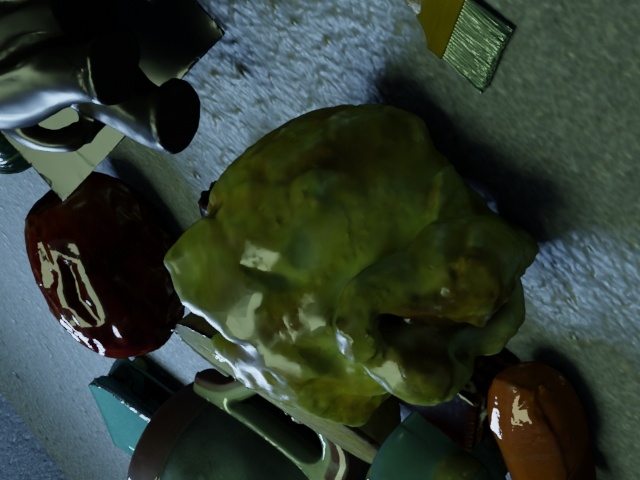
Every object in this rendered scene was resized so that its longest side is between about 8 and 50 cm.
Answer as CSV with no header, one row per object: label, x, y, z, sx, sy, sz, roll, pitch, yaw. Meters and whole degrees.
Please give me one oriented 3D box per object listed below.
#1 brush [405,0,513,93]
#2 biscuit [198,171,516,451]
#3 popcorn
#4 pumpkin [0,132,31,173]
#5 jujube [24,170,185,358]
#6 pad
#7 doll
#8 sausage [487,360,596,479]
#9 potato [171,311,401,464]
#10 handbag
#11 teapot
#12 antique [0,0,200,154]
brush,0.054,-0.195,0.995,0.205,0.011,0.083,43,158,11
biscuit,0.029,0.062,1.379,0.388,0.073,0.107,37,155,25
popcorn,0.032,0.029,1.101,0.276,0.225,0.276,21,125,32
pumpkin,-0.424,-0.158,1.750,0.167,0.125,0.167,40,159,19
jujube,-0.272,0.036,1.724,0.183,0.183,0.243,7,135,57
pad,-0.245,-0.191,1.345,0.202,0.005,0.300,48,127,-2
doll,0.176,0.291,1.377,0.261,0.161,0.177,38,157,24
sausage,0.206,0.183,1.248,0.089,0.089,0.179,20,139,48
potato,-0.017,0.141,1.540,0.299,0.116,0.239,34,162,4
handbag,-0.251,0.327,2.281,0.269,0.100,0.274,31,153,27
teapot,-0.067,0.314,1.822,0.312,0.233,0.315,26,122,29
antique,-0.258,-0.225,1.202,0.255,0.185,0.322,14,120,30
